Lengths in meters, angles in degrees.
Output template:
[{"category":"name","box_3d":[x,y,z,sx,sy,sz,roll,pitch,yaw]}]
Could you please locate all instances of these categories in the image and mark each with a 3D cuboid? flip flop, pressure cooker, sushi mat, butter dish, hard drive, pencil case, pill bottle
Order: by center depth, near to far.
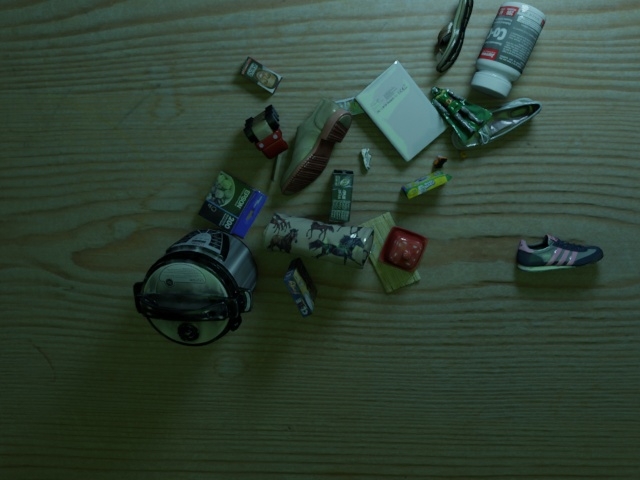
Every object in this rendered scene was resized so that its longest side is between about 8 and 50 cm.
[{"category":"pill bottle","box_3d":[0.641,-0.653,1.677,0.161,0.161,0.283,21,103,-3]},{"category":"flip flop","box_3d":[0.460,-0.733,1.703,0.080,0.112,0.277,21,108,24]},{"category":"pressure cooker","box_3d":[-0.441,0.180,1.783,0.370,0.420,0.375,-40,100,19]},{"category":"hard drive","box_3d":[0.299,-0.472,1.783,0.203,0.040,0.307,-41,102,6]},{"category":"pencil case","box_3d":[0.000,0.000,1.817,0.411,0.183,0.159,10,100,12]},{"category":"butter dish","box_3d":[0.326,0.044,1.864,0.160,0.118,0.159,20,101,-3]},{"category":"sushi mat","box_3d":[0.271,0.052,1.938,0.152,0.019,0.316,-26,101,7]}]

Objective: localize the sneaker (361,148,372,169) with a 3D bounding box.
[{"category":"sneaker","box_3d":[0.181,-0.311,1.847,0.037,0.032,0.083,-14,103,6]}]

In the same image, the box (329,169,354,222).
[{"category":"box","box_3d":[0.080,-0.171,1.826,0.078,0.147,0.180,5,103,2]}]

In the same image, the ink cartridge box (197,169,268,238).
[{"category":"ink cartridge box","box_3d":[-0.346,-0.137,1.907,0.208,0.045,0.206,30,103,-7]}]

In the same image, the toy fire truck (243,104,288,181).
[{"category":"toy fire truck","box_3d":[-0.179,-0.339,1.775,0.159,0.217,0.246,-30,115,9]}]

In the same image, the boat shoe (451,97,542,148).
[{"category":"boat shoe","box_3d":[0.636,-0.427,1.761,0.321,0.103,0.118,-21,101,8]}]

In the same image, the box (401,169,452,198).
[{"category":"box","box_3d":[0.401,-0.216,1.823,0.179,0.105,0.043,-23,102,7]}]

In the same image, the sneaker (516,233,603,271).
[{"category":"sneaker","box_3d":[0.921,0.036,1.858,0.319,0.112,0.131,-9,106,4]}]

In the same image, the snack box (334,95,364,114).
[{"category":"snack box","box_3d":[0.140,-0.506,1.806,0.178,0.022,0.064,-12,105,5]}]

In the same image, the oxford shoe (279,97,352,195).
[{"category":"oxford shoe","box_3d":[-0.043,-0.347,1.820,0.146,0.140,0.397,46,108,23]}]

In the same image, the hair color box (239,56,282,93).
[{"category":"hair color box","box_3d":[-0.219,-0.610,1.786,0.141,0.043,0.072,29,102,-5]}]

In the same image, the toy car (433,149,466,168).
[{"category":"toy car","box_3d":[0.487,-0.311,1.841,0.122,0.060,0.040,-12,59,-11]}]

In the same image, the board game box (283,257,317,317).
[{"category":"board game box","box_3d":[-0.074,0.175,1.868,0.042,0.243,0.165,-25,101,9]}]

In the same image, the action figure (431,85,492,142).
[{"category":"action figure","box_3d":[0.484,-0.479,1.747,0.137,0.063,0.232,-45,72,8]}]
